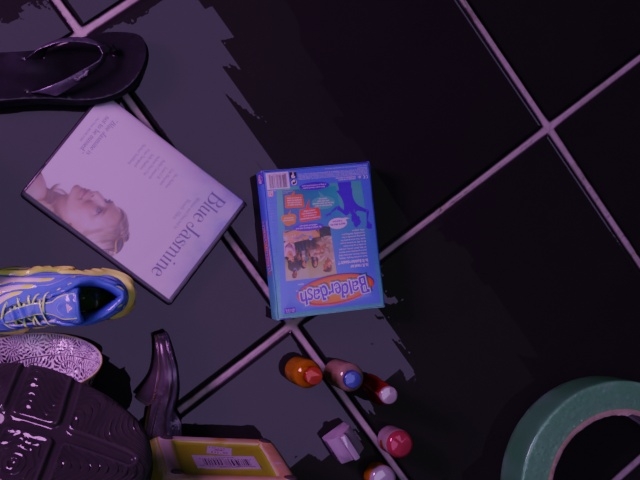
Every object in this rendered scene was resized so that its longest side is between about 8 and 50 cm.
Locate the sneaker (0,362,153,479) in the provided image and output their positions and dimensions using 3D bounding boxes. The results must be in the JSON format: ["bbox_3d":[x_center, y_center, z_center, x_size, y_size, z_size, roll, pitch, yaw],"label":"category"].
[{"bbox_3d":[-0.395,0.281,1.168,0.447,0.257,0.169,5,50,10],"label":"sneaker"}]

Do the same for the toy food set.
[{"bbox_3d":[0.056,0.247,1.360,0.111,0.104,0.232,-33,95,-12],"label":"toy food set"}]

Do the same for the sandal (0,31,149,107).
[{"bbox_3d":[-0.351,-0.225,1.296,0.254,0.054,0.097,-14,75,-13],"label":"sandal"}]

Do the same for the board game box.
[{"bbox_3d":[0.000,0.000,1.386,0.160,0.047,0.210,-5,89,-14],"label":"board game box"}]

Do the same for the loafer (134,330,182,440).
[{"bbox_3d":[-0.221,0.209,1.321,0.061,0.062,0.170,-3,88,-10],"label":"loafer"}]

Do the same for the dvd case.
[{"bbox_3d":[-0.254,-0.056,1.342,0.253,0.022,0.180,38,80,-9],"label":"dvd case"}]

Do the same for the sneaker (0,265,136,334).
[{"bbox_3d":[-0.358,0.073,1.259,0.240,0.126,0.091,-8,90,-14],"label":"sneaker"}]

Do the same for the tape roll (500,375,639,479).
[{"bbox_3d":[0.431,0.366,1.459,0.321,0.077,0.321,0,89,-13],"label":"tape roll"}]

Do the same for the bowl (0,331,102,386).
[{"bbox_3d":[-0.366,0.189,1.251,0.170,0.170,0.080,-1,110,-13],"label":"bowl"}]

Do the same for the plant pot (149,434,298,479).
[{"bbox_3d":[-0.133,0.372,1.234,0.228,0.227,0.207,6,96,-15],"label":"plant pot"}]
